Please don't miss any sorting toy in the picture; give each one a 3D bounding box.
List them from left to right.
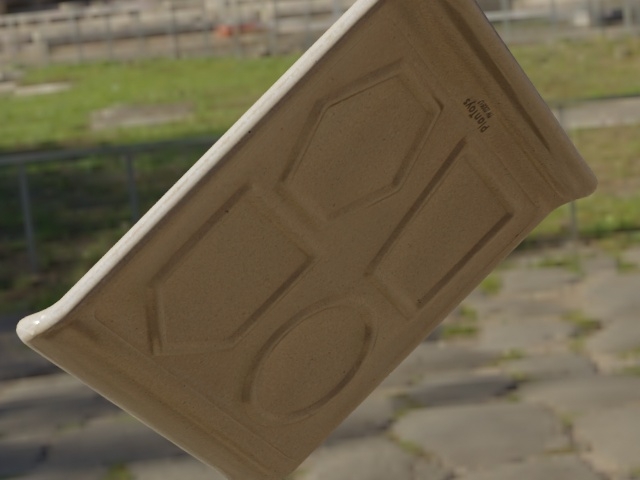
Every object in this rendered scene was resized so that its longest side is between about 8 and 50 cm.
[{"bbox_3d":[0.000,0.000,0.780,0.038,0.208,0.193,51,4,35],"label":"sorting toy"}]
